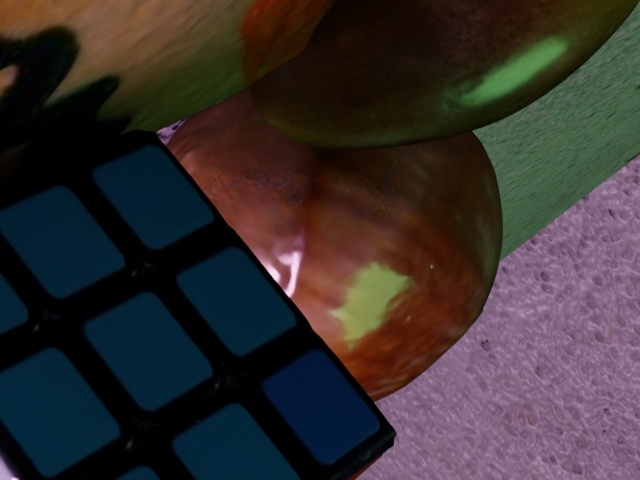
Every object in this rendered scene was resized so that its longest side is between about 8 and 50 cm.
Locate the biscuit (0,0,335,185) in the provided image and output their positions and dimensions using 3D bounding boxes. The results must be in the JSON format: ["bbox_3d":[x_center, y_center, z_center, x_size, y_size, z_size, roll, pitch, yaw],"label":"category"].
[{"bbox_3d":[-0.148,-0.031,0.688,0.394,0.076,0.368,-35,170,-7],"label":"biscuit"}]

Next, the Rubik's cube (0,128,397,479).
[{"bbox_3d":[-0.103,0.081,0.697,0.162,0.160,0.163,-29,168,-50],"label":"Rubik's cube"}]

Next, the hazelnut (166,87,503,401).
[{"bbox_3d":[0.000,0.000,1.016,0.214,0.214,0.176,-42,-148,35],"label":"hazelnut"}]

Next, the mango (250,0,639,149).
[{"bbox_3d":[0.086,-0.131,0.864,0.267,0.111,0.133,-40,-145,3],"label":"mango"}]
